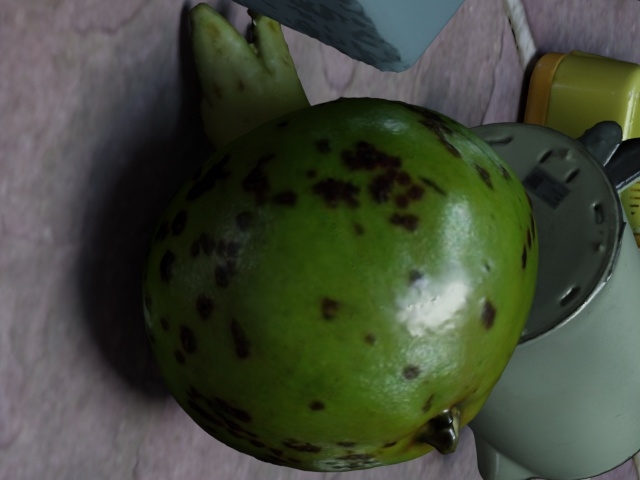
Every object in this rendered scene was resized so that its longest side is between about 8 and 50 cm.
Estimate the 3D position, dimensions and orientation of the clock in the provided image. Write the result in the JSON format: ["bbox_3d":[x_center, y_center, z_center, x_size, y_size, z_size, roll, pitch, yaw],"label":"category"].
[{"bbox_3d":[0.229,-0.067,1.394,0.202,0.096,0.143,2,101,-60],"label":"clock"}]

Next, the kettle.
[{"bbox_3d":[0.166,0.037,1.219,0.240,0.165,0.255,-46,144,-8],"label":"kettle"}]

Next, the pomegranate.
[{"bbox_3d":[0.000,0.000,0.934,0.211,0.211,0.263,13,44,-61],"label":"pomegranate"}]

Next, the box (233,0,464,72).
[{"bbox_3d":[-0.019,-0.181,0.786,0.130,0.227,0.162,-55,148,-8],"label":"box"}]
